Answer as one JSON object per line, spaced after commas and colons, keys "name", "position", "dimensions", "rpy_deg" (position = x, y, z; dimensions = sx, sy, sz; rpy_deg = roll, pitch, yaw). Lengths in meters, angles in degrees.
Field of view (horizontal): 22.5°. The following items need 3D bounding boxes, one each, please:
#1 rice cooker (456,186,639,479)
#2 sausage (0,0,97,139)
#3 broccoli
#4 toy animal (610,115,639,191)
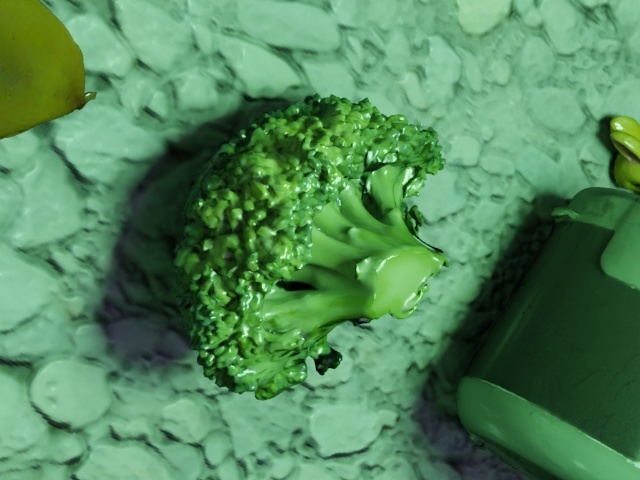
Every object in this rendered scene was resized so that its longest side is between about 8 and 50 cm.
{"name": "rice cooker", "position": [0.287, 0.109, 1.373], "dimensions": [0.288, 0.288, 0.277], "rpy_deg": [41, 79, -44]}
{"name": "sausage", "position": [-0.239, -0.127, 0.913], "dimensions": [0.328, 0.112, 0.112], "rpy_deg": [30, 87, -48]}
{"name": "broccoli", "position": [-0.001, -0.002, 1.134], "dimensions": [0.226, 0.176, 0.198], "rpy_deg": [-8, 127, -17]}
{"name": "toy animal", "position": [0.308, -0.069, 1.470], "dimensions": [0.159, 0.083, 0.070], "rpy_deg": [24, 119, -35]}
